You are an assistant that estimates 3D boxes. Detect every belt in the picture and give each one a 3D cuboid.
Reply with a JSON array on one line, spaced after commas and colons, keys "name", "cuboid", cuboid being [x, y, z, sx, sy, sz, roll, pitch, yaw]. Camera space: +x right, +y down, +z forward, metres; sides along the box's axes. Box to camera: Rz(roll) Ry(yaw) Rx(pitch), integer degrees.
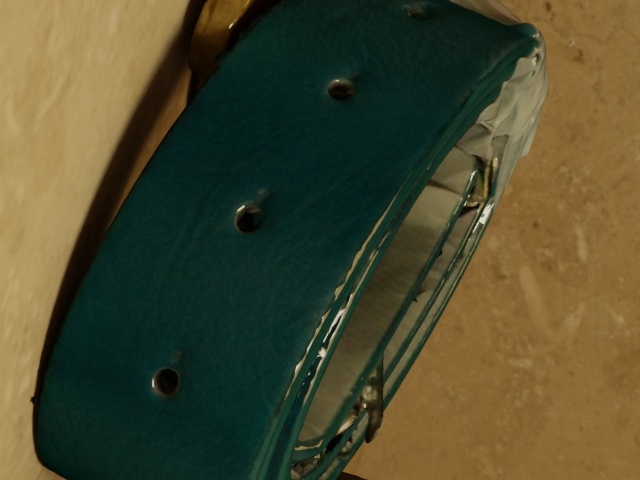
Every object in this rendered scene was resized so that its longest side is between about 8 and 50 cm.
[{"name": "belt", "cuboid": [0.000, 0.001, 1.074, 0.436, 0.173, 0.300, -58, 167, -36]}]

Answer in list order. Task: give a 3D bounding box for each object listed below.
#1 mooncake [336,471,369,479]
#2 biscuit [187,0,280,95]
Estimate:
[{"name": "mooncake", "cuboid": [-0.079, 0.309, 1.267, 0.324, 0.187, 0.324, 20, 90, -81]}, {"name": "biscuit", "cuboid": [-0.038, -0.150, 1.096, 0.166, 0.036, 0.225, -66, 171, 1]}]
